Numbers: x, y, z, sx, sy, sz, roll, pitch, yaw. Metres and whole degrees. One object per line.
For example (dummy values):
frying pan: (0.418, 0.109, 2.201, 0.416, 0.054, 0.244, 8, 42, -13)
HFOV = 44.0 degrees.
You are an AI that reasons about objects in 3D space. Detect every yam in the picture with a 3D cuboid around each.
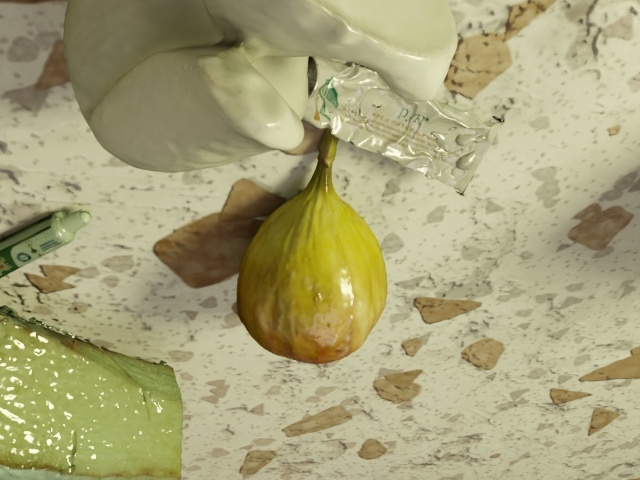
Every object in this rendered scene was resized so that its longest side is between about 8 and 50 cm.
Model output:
yam: (-0.287, 0.204, 0.903, 0.271, 0.202, 0.201, 19, 153, -35)

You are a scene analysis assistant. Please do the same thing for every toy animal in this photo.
toy animal: (-0.070, -0.159, 0.506, 0.206, 0.271, 0.265, 3, 163, -36)

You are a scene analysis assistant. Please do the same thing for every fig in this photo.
fig: (0.000, 0.000, 0.789, 0.159, 0.159, 0.257, 1, 117, -16)

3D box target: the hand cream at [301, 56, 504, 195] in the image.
hand cream: (0.051, -0.110, 0.704, 0.257, 0.050, 0.084, 14, 112, -33)

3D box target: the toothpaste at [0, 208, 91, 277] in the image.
toothpaste: (-0.312, 0.015, 0.786, 0.204, 0.031, 0.049, -24, 138, 17)
